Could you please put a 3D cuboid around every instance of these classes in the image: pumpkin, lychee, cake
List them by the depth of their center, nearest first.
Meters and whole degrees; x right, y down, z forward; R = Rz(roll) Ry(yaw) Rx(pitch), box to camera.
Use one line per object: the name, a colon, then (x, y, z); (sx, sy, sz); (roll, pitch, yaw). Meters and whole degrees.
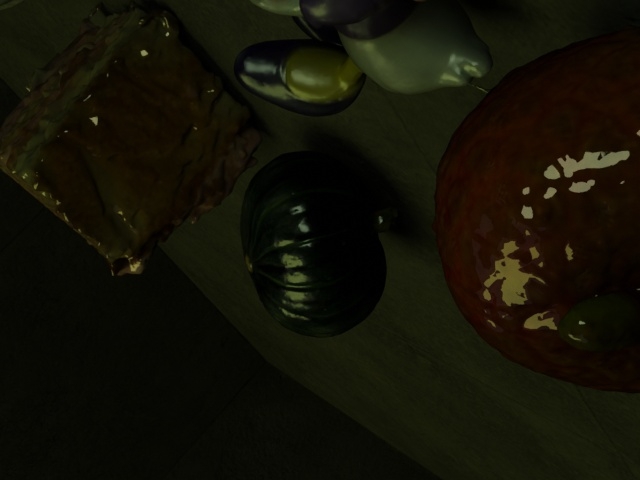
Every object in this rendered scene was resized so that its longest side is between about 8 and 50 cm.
lychee: (0.200, -0.010, 0.676); (0.255, 0.300, 0.255); (4, 138, 3)
pumpkin: (0.000, 0.000, 1.412); (0.250, 0.216, 0.249); (-21, -90, -85)
cake: (-0.291, -0.139, 1.565); (0.293, 0.314, 0.307); (47, 165, -27)

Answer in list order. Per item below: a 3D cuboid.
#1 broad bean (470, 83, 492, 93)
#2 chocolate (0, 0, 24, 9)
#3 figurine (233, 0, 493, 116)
broad bean: (0.183, -0.061, 0.975); (0.098, 0.056, 0.318); (18, 160, 16)
chocolate: (-0.474, -0.413, 1.416); (0.303, 0.213, 0.303); (40, 166, 12)
figurine: (0.046, -0.188, 0.769); (0.193, 0.154, 0.421); (35, 168, 7)
